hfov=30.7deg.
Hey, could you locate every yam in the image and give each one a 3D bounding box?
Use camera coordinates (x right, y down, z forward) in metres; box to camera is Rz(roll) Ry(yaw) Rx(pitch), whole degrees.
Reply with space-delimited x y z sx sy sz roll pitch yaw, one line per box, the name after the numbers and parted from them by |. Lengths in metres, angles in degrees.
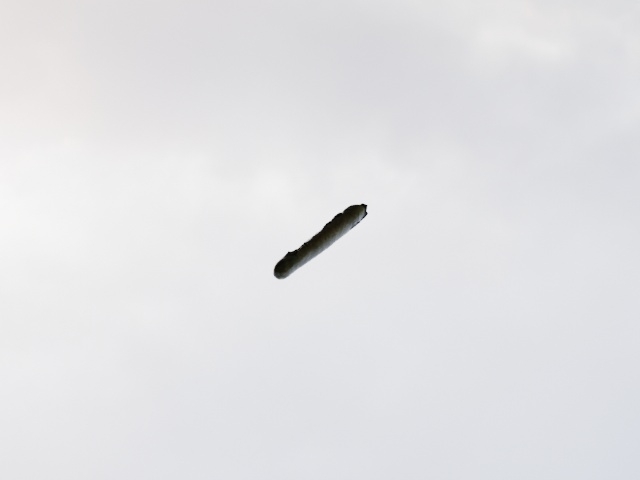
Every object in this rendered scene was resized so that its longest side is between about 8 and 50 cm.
0.000 0.000 0.738 0.014 0.014 0.107 12 -151 28 | yam
